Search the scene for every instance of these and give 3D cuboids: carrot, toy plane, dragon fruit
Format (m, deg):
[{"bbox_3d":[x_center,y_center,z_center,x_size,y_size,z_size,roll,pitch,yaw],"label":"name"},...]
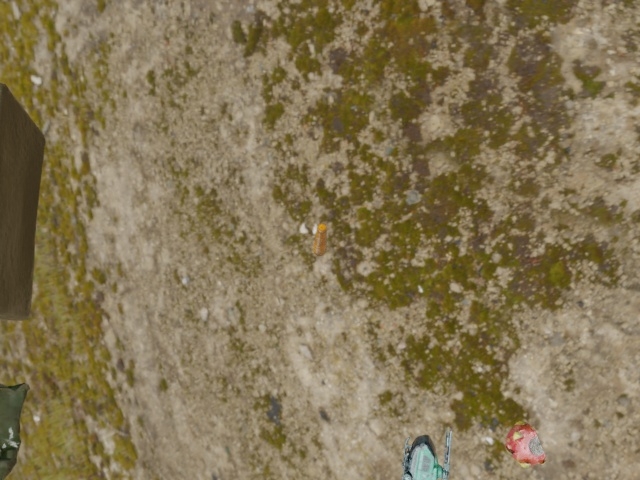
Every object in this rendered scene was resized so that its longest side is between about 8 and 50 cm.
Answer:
[{"bbox_3d":[0.000,0.000,1.228,0.032,0.032,0.093,44,151,27],"label":"carrot"},{"bbox_3d":[0.209,0.476,1.108,0.096,0.060,0.235,5,103,9],"label":"toy plane"},{"bbox_3d":[0.390,0.396,1.068,0.056,0.060,0.083,66,-173,-76],"label":"dragon fruit"}]

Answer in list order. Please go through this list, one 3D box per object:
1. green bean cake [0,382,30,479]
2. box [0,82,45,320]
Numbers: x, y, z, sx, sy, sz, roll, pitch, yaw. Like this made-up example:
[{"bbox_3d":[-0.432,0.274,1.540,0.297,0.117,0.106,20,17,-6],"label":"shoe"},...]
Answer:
[{"bbox_3d":[-0.265,0.203,0.265,0.255,0.132,0.241,-46,38,24],"label":"green bean cake"},{"bbox_3d":[-0.444,-0.040,0.681,0.184,0.143,0.273,143,127,-74],"label":"box"}]
